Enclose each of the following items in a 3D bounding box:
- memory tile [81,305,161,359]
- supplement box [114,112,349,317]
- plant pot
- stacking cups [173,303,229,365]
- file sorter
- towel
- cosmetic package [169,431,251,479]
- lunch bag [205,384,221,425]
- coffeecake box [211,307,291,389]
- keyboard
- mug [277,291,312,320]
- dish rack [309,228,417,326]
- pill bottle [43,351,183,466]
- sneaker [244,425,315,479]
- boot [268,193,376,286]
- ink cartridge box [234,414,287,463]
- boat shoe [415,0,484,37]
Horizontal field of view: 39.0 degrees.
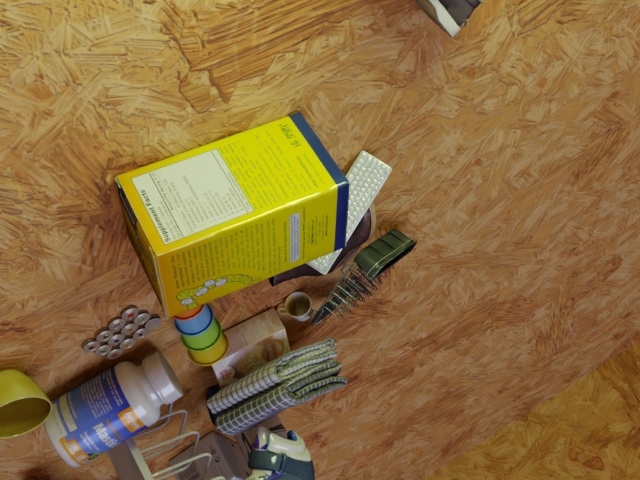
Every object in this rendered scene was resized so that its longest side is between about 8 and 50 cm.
[{"bbox_3d":[-0.410,0.193,1.869,0.148,0.012,0.113,-39,148,10],"label":"memory tile"},{"bbox_3d":[-0.151,-0.047,1.597,0.357,0.194,0.195,-21,146,-17],"label":"supplement box"},{"bbox_3d":[-0.608,0.311,1.779,0.134,0.095,0.134,-22,146,-16],"label":"plant pot"},{"bbox_3d":[-0.275,0.147,1.862,0.096,0.096,0.316,-28,144,-7],"label":"stacking cups"},{"bbox_3d":[-0.366,0.509,2.093,0.173,0.277,0.193,-17,145,-30],"label":"file sorter"},{"bbox_3d":[-0.093,0.350,2.129,0.235,0.121,0.284,-33,168,31],"label":"towel"},{"bbox_3d":[-0.282,0.637,2.449,0.151,0.151,0.183,-36,149,4],"label":"cosmetic package"},{"bbox_3d":[-0.240,0.405,2.221,0.067,0.098,0.065,-11,140,-22],"label":"lunch bag"},{"bbox_3d":[-0.170,0.253,2.104,0.185,0.068,0.142,-26,149,-11],"label":"coffeecake box"},{"bbox_3d":[0.047,-0.055,1.820,0.256,0.072,0.014,-58,-175,9],"label":"keyboard"},{"bbox_3d":[-0.053,0.155,2.097,0.062,0.078,0.064,-62,161,-15],"label":"mug"},{"bbox_3d":[0.088,0.097,2.049,0.208,0.074,0.271,-29,158,-55],"label":"dish rack"},{"bbox_3d":[-0.438,0.352,1.929,0.272,0.152,0.152,-30,148,-3],"label":"pill bottle"},{"bbox_3d":[-0.157,0.555,2.082,0.323,0.236,0.130,-9,174,-35],"label":"sneaker"},{"bbox_3d":[0.000,0.000,1.886,0.207,0.090,0.248,-18,149,-26],"label":"boot"},{"bbox_3d":[-0.144,0.526,2.336,0.100,0.237,0.172,-21,146,-18],"label":"ink cartridge box"},{"bbox_3d":[0.178,-0.437,1.434,0.097,0.116,0.324,-44,151,9],"label":"boat shoe"}]
